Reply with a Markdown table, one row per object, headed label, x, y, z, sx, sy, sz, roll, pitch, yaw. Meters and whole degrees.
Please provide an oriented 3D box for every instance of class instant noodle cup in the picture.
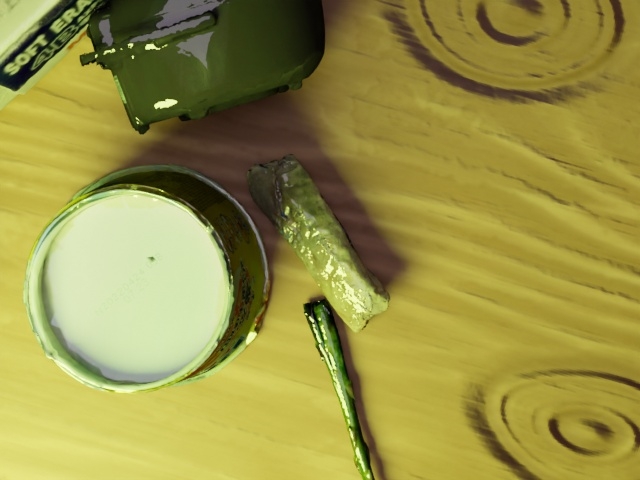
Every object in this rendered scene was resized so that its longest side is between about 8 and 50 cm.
| label | x | y | z | sx | sy | sz | roll | pitch | yaw |
| --- | --- | --- | --- | --- | --- | --- | --- | --- | --- |
| instant noodle cup | -0.143 | 0.031 | 0.855 | 0.205 | 0.153 | 0.205 | 0 | 90 | -1 |

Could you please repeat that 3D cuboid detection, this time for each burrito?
| label | x | y | z | sx | sy | sz | roll | pitch | yaw |
| --- | --- | --- | --- | --- | --- | --- | --- | --- | --- |
| burrito | -0.001 | 0.000 | 0.907 | 0.051 | 0.042 | 0.171 | -34 | 87 | 28 |

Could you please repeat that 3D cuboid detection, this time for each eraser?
| label | x | y | z | sx | sy | sz | roll | pitch | yaw |
| --- | --- | --- | --- | --- | --- | --- | --- | --- | --- |
| eraser | -0.231 | -0.201 | 0.860 | 0.287 | 0.130 | 0.086 | -43 | 90 | 2 |

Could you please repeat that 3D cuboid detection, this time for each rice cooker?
| label | x | y | z | sx | sy | sz | roll | pitch | yaw |
| --- | --- | --- | --- | --- | --- | --- | --- | --- | --- |
| rice cooker | -0.093 | -0.163 | 0.856 | 0.203 | 0.142 | 0.118 | -17 | 100 | -8 |

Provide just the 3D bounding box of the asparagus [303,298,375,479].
| label | x | y | z | sx | sy | sz | roll | pitch | yaw |
| --- | --- | --- | --- | --- | --- | --- | --- | --- | --- |
| asparagus | 0.030 | 0.163 | 0.924 | 0.022 | 0.023 | 0.232 | -16 | 92 | 45 |
